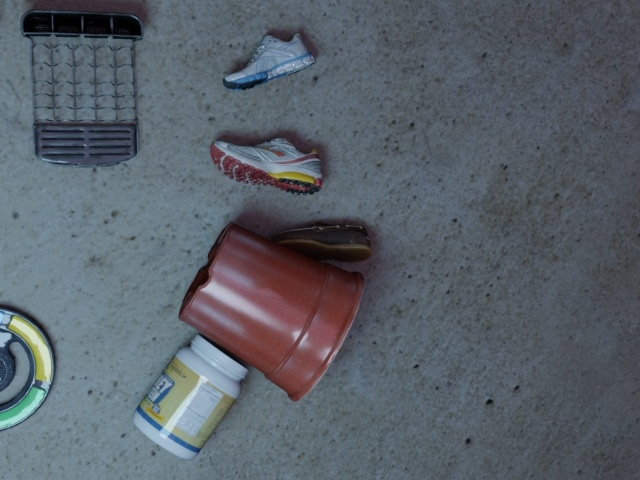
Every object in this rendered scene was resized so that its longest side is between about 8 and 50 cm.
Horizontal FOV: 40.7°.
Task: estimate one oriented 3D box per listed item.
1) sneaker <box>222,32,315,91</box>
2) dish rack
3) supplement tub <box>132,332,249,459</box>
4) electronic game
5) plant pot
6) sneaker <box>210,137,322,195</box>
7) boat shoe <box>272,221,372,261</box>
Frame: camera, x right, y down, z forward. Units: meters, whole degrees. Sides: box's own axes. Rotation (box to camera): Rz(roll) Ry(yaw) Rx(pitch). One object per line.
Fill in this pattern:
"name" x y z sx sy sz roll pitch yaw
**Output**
"sneaker" -0.108 -0.345 1.648 0.190 0.071 0.083 -25 96 -23
"dish rack" -0.421 -0.266 1.541 0.208 0.074 0.271 -2 95 -17
"supplement tub" -0.239 0.290 1.610 0.144 0.144 0.200 37 82 -17
"electronic game" -0.592 0.231 1.538 0.229 0.048 0.229 -2 95 -19
"plant pot" -0.102 0.115 1.595 0.265 0.272 0.272 30 85 -10
"sneaker" -0.103 -0.155 1.661 0.225 0.088 0.093 13 70 -19
"boat shoe" 0.000 0.000 1.711 0.207 0.073 0.073 4 56 -22
